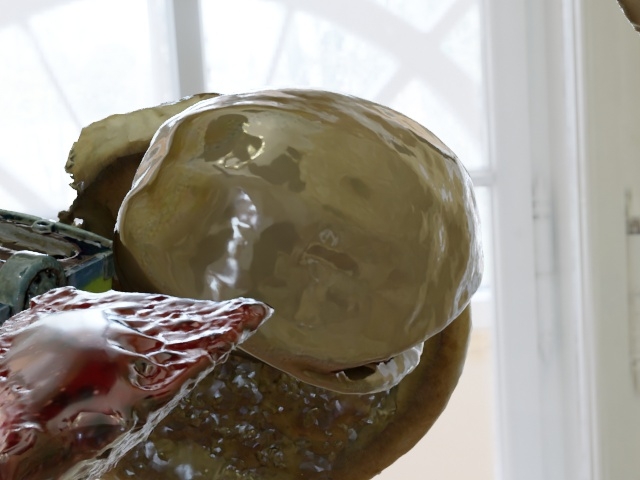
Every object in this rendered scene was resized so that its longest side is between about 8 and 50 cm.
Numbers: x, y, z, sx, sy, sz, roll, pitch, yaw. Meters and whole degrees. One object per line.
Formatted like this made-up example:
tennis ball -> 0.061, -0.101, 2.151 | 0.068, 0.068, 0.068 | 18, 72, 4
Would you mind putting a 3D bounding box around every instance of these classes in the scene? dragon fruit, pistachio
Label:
dragon fruit -> -0.084, 0.044, 0.367 | 0.097, 0.063, 0.131 | -43, -4, 29
pistachio -> 0.000, 0.000, 0.745 | 0.288, 0.197, 0.166 | 7, -43, -45

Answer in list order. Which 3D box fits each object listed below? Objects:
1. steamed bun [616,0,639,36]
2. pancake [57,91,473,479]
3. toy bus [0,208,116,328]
steamed bun -> 0.342, -0.264, 1.093 | 0.155, 0.140, 0.172 | -22, -40, 25
pancake -> -0.079, 0.064, 0.980 | 0.383, 0.382, 0.071 | -3, 18, 2
toy bus -> -0.271, 0.100, 0.789 | 0.152, 0.190, 0.312 | 13, 22, 22
